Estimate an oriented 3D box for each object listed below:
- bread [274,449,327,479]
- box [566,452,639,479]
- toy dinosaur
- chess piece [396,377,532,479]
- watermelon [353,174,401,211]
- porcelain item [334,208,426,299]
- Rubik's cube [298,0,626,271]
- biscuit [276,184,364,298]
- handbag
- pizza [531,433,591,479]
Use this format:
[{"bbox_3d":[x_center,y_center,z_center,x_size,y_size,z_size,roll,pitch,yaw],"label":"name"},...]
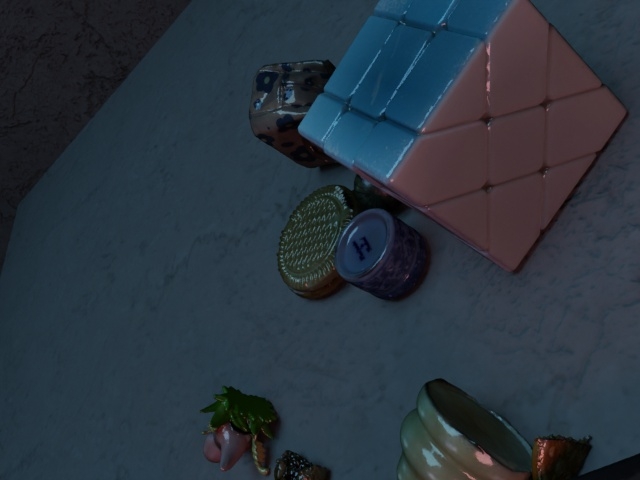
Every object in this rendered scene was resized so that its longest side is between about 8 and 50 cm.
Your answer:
[{"bbox_3d":[-0.043,0.423,1.241,0.113,0.060,0.082,1,65,50],"label":"bread"},{"bbox_3d":[0.343,0.388,0.743,0.290,0.073,0.289,-37,48,31],"label":"box"},{"bbox_3d":[-0.193,0.389,1.391,0.177,0.152,0.194,-64,27,10],"label":"toy dinosaur"},{"bbox_3d":[0.132,0.376,0.972,0.330,0.182,0.182,-58,35,14],"label":"chess piece"},{"bbox_3d":[0.122,-0.112,1.377,0.105,0.105,0.133,-38,4,30],"label":"watermelon"},{"bbox_3d":[0.111,0.027,1.271,0.147,0.114,0.147,-30,44,35],"label":"porcelain item"},{"bbox_3d":[0.215,-0.193,1.118,0.322,0.319,0.316,-56,34,7],"label":"Rubik's cube"},{"bbox_3d":[0.000,0.000,1.462,0.259,0.079,0.259,-31,44,36],"label":"biscuit"},{"bbox_3d":[-0.008,-0.278,1.532,0.193,0.251,0.190,-7,68,39],"label":"handbag"},{"bbox_3d":[0.295,0.293,0.891,0.029,0.100,0.099,18,97,61],"label":"pizza"}]
